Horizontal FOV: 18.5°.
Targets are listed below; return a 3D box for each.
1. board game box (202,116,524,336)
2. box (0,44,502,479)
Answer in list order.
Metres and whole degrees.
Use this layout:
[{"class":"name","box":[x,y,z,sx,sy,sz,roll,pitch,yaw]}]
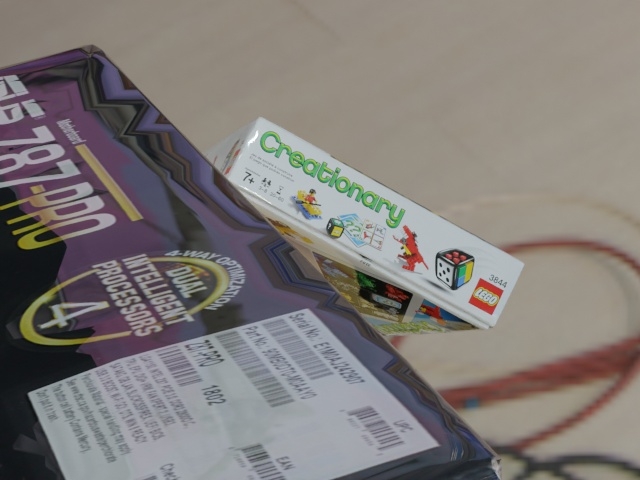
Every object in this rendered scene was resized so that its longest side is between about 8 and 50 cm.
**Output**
[{"class":"board game box","box":[0.000,0.000,1.343,0.193,0.305,0.053,29,80,-10]},{"class":"box","box":[-0.028,0.138,0.537,0.097,0.318,0.395,-16,19,-13]}]
